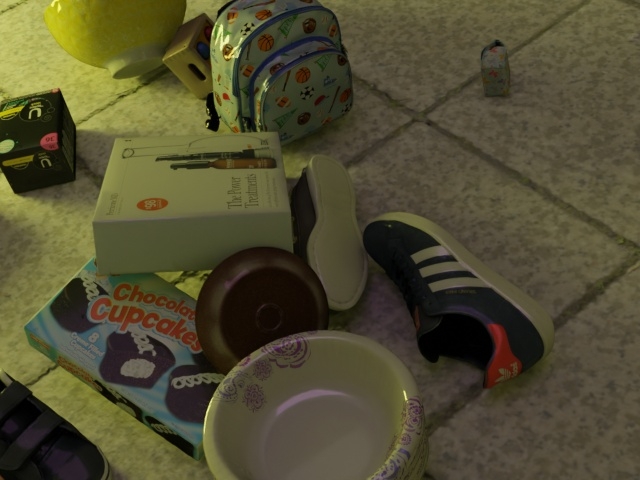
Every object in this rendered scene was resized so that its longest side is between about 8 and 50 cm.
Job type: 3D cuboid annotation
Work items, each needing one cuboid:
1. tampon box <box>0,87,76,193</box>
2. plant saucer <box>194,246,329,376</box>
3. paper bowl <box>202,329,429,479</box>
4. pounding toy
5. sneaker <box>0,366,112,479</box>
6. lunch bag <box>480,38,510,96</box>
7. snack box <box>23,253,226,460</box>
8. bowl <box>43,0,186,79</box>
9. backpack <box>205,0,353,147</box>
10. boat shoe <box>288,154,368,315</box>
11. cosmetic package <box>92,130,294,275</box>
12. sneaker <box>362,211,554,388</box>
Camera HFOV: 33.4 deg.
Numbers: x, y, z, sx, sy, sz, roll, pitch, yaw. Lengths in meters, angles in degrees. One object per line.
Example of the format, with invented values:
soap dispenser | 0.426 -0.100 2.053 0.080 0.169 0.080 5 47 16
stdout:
tampon box | -0.525 -0.185 1.978 0.120 0.101 0.161 -13 46 1
plant saucer | -0.075 0.108 1.495 0.198 0.199 0.036 -32 11 -17
paper bowl | -0.001 0.267 1.390 0.284 0.148 0.284 -7 46 7
pounding toy | -0.206 -0.356 2.061 0.100 0.141 0.130 -20 38 35
sneaker | -0.439 0.270 1.505 0.321 0.128 0.126 20 53 27
lunch bag | 0.317 -0.312 1.931 0.053 0.071 0.083 1 49 19
snack box | -0.248 0.156 1.561 0.321 0.060 0.187 30 58 16
bowl | -0.382 -0.411 2.105 0.289 0.289 0.156 -21 89 -7
backpack | -0.072 -0.311 1.884 0.276 0.263 0.213 -33 49 -20
boat shoe | 0.004 0.001 1.687 0.109 0.091 0.305 21 44 -27
cosmetic package | -0.194 -0.069 1.678 0.284 0.098 0.377 -5 24 -4
sneaker | 0.161 0.084 1.541 0.148 0.131 0.350 -35 49 -26
